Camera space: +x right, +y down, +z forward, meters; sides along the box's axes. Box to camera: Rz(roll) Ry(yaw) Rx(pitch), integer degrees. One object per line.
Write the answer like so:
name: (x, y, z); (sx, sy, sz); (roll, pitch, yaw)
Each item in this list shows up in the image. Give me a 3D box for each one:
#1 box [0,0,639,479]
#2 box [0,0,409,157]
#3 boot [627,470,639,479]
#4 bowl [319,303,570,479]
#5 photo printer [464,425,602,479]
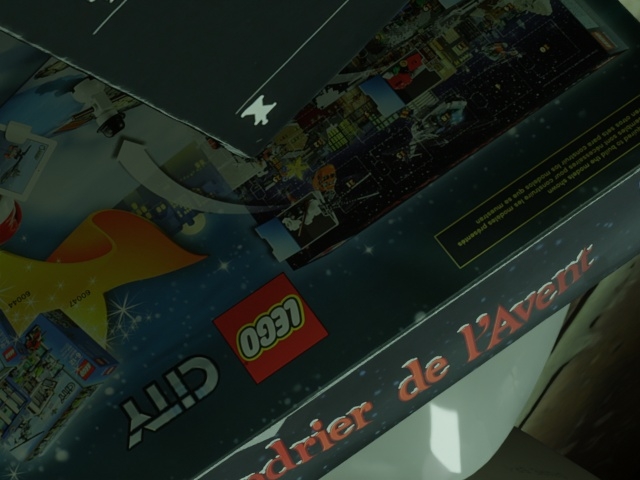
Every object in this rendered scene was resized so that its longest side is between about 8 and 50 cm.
box: (-0.038, -0.011, 0.471); (0.233, 0.159, 0.044); (-34, 151, -5)
box: (0.006, -0.159, 0.362); (0.261, 0.103, 0.184); (-44, 148, 12)
boot: (0.338, 0.185, 0.963); (0.367, 0.146, 0.445); (-25, -173, -16)
bowl: (0.000, 0.000, 0.533); (0.053, 0.142, 0.142); (74, 31, -42)
photo printer: (0.090, 0.156, 0.707); (0.256, 0.307, 0.107); (18, 102, -56)
